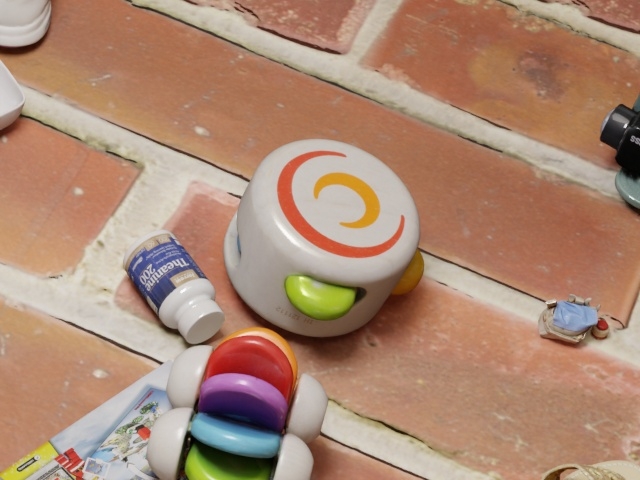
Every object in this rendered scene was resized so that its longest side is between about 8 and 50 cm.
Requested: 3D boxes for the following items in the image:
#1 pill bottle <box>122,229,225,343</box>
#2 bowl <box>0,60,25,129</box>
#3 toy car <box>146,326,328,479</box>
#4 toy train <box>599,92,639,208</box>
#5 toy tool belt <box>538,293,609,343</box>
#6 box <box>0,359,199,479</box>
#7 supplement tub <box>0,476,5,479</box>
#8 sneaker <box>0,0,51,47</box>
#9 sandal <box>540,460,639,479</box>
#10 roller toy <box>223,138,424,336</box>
[{"bbox_3d":[-0.154,0.051,1.962,0.067,0.067,0.120,-23,57,-28],"label":"pill bottle"},{"bbox_3d":[-0.423,-0.161,2.099,0.142,0.053,0.142,-25,60,-30],"label":"bowl"},{"bbox_3d":[-0.074,0.162,1.774,0.159,0.136,0.182,15,47,0],"label":"toy car"},{"bbox_3d":[0.498,-0.085,2.184,0.334,0.142,0.190,29,40,13],"label":"toy train"},{"bbox_3d":[0.284,0.085,2.037,0.083,0.051,0.052,5,49,-8],"label":"toy tool belt"},{"bbox_3d":[-0.183,0.235,1.809,0.233,0.044,0.159,-33,64,-34],"label":"box"},{"bbox_3d":[-0.371,0.278,1.608,0.316,0.228,0.228,35,51,18],"label":"supplement tub"},{"bbox_3d":[-0.355,-0.376,2.237,0.114,0.152,0.305,3,47,-7],"label":"sneaker"},{"bbox_3d":[0.251,0.264,1.854,0.240,0.079,0.088,-19,56,-26],"label":"sandal"},{"bbox_3d":[0.000,0.000,1.988,0.209,0.146,0.191,-28,69,-38],"label":"roller toy"}]
